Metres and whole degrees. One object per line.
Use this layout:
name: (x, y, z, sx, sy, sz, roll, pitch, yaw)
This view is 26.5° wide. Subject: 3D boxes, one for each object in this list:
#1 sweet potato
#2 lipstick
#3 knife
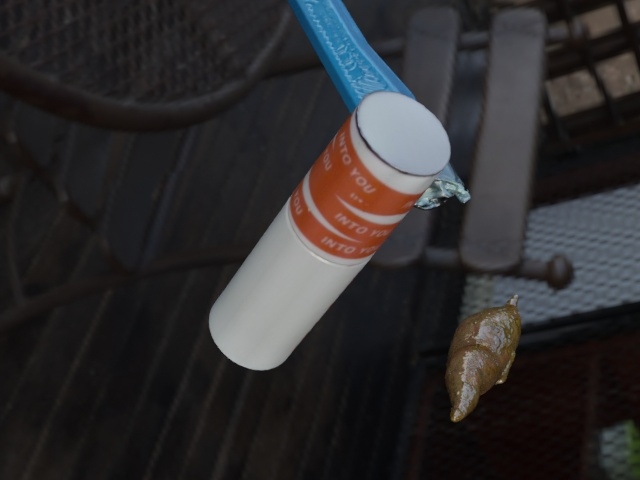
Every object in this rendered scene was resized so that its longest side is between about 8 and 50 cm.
sweet potato: (0.150, 0.124, 1.330, 0.068, 0.068, 0.226, 67, 30, -17)
lipstick: (0.000, 0.000, 0.513, 0.038, 0.131, 0.038, 17, 47, -20)
knife: (0.011, -0.141, 0.907, 0.296, 0.044, 0.026, 62, 12, 15)
